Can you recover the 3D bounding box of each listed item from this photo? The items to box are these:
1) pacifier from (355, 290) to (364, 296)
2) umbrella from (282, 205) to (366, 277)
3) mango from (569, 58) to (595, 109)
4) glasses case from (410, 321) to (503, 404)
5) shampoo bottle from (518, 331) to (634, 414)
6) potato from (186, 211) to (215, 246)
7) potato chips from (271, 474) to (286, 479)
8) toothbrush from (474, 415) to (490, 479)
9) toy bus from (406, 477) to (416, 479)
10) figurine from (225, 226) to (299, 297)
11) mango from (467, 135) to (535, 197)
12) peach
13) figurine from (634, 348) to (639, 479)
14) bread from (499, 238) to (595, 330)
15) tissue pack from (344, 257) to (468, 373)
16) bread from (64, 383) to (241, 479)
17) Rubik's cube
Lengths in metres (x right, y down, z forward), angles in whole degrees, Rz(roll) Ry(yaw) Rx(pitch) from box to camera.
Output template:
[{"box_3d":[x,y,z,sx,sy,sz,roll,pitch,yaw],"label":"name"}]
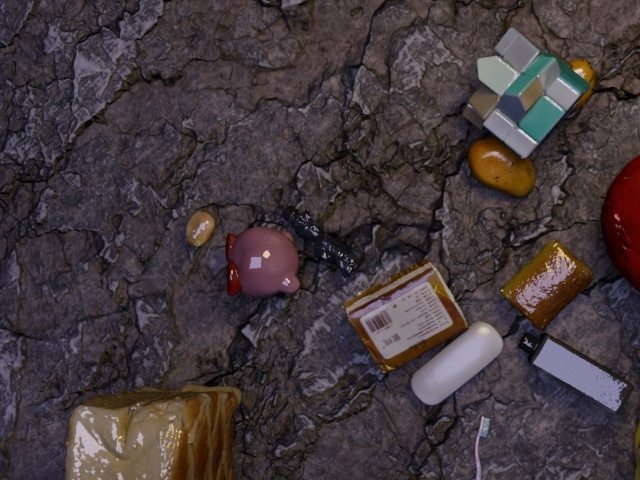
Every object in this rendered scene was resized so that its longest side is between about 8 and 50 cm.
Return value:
[{"box_3d":[0.107,0.142,1.773,0.083,0.068,0.064,-47,48,13],"label":"pacifier"},{"box_3d":[-0.002,0.002,1.787,0.224,0.080,0.071,40,131,13],"label":"umbrella"},{"box_3d":[0.566,-0.345,1.688,0.079,0.057,0.114,14,95,3],"label":"mango"},{"box_3d":[0.307,0.278,1.719,0.233,0.059,0.092,-43,80,8],"label":"glasses case"},{"box_3d":[0.550,0.280,1.663,0.246,0.080,0.079,30,93,10],"label":"shampoo bottle"},{"box_3d":[-0.292,-0.028,1.843,0.068,0.062,0.083,11,59,37],"label":"potato"},{"box_3d":[-0.042,0.655,1.780,0.228,0.059,0.167,34,104,10],"label":"potato chips"},{"box_3d":[0.354,0.531,1.724,0.027,0.021,0.269,8,91,17],"label":"toothbrush"},{"box_3d":[0.184,0.601,1.664,0.114,0.201,0.098,-31,83,6],"label":"toy bus"},{"box_3d":[-0.132,0.050,1.761,0.173,0.173,0.173,0,88,11],"label":"figurine"},{"box_3d":[0.407,-0.167,1.696,0.165,0.089,0.115,24,107,7],"label":"mango"},{"box_3d":[0.735,-0.015,1.500,0.370,0.370,0.369,0,88,11],"label":"peach"},{"box_3d":[0.757,0.400,1.471,0.266,0.378,0.361,-14,87,10],"label":"figurine"},{"box_3d":[0.495,0.095,1.665,0.132,0.103,0.172,44,98,9],"label":"bread"},{"box_3d":[0.194,0.171,1.704,0.226,0.092,0.183,-31,109,5],"label":"tissue pack"},{"box_3d":[-0.363,0.521,1.689,0.280,0.371,0.389,2,85,15],"label":"bread"},{"box_3d":[0.421,-0.310,1.617,0.213,0.265,0.224,42,121,9],"label":"Rubik's cube"}]
